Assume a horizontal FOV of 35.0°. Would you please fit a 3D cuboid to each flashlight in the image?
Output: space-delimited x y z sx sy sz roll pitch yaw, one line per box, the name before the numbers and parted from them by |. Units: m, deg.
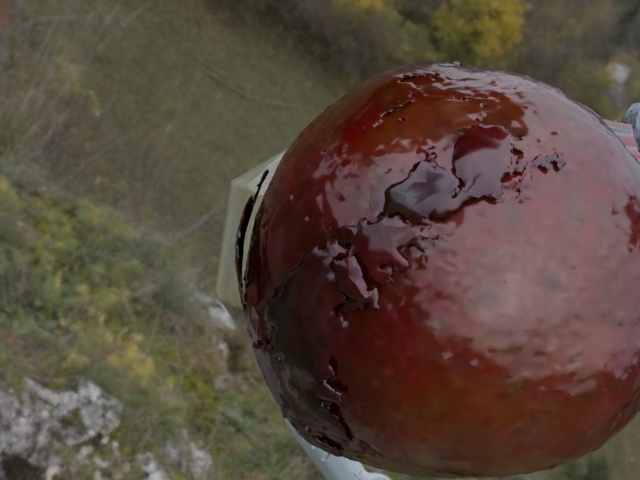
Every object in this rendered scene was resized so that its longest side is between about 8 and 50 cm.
flashlight | 0.022 0.288 1.327 0.200 0.093 0.047 56 4 12

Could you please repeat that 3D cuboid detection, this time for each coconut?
coconut | 0.000 0.000 1.016 0.202 0.222 0.202 11 10 -2

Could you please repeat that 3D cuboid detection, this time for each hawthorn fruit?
hawthorn fruit | 0.099 0.023 0.685 0.316 0.316 0.316 28 25 -15

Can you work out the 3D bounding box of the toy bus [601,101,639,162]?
toy bus | 0.256 -0.055 1.234 0.427 0.233 0.203 1 -2 -35
